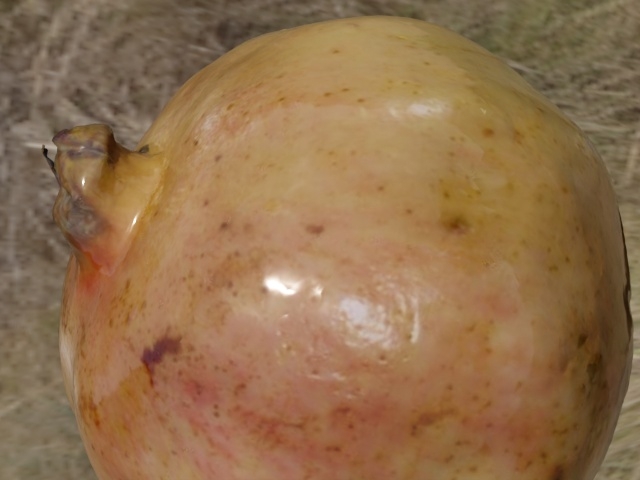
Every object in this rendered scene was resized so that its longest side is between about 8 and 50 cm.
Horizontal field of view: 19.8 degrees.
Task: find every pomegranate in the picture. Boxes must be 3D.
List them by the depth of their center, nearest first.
[{"bbox_3d":[-0.005,0.034,0.969,0.338,0.338,0.338,0,89,24],"label":"pomegranate"}]
